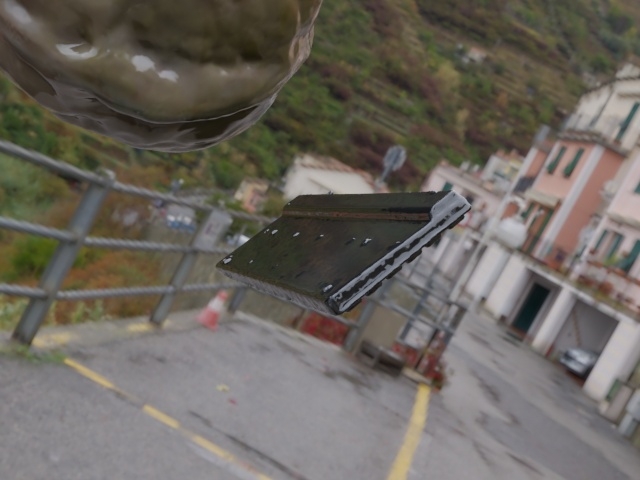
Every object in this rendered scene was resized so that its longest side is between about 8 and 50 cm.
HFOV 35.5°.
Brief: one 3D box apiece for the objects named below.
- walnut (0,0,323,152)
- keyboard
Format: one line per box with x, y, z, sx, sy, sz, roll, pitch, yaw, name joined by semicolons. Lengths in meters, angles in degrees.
-0.109;-0.181;0.702;0.248;0.248;0.248;28;5;-2;walnut
0.000;0.000;0.651;0.018;0.101;0.309;53;-12;-12;keyboard
